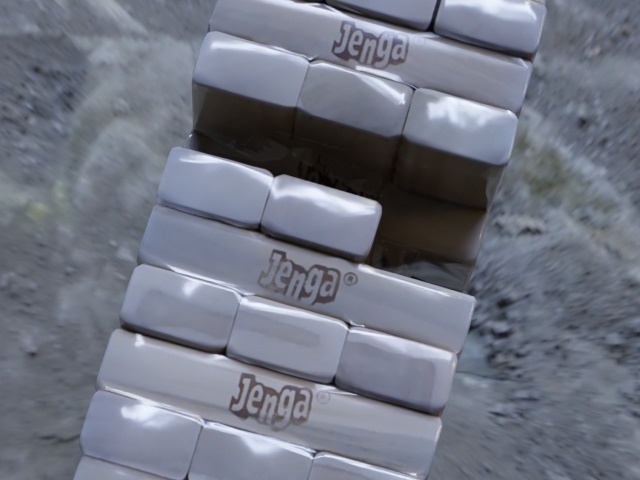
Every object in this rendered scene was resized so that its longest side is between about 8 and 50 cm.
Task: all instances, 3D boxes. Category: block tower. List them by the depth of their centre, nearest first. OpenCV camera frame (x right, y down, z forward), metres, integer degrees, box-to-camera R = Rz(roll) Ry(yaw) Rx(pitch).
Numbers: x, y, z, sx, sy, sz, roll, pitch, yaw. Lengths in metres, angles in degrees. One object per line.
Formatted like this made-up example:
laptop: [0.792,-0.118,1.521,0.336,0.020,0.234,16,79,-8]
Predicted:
block tower: [0.000,0.000,0.525,0.097,0.091,0.335,16,71,2]
